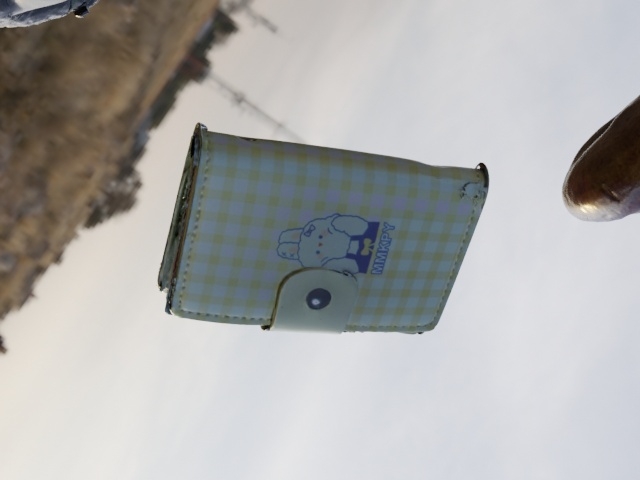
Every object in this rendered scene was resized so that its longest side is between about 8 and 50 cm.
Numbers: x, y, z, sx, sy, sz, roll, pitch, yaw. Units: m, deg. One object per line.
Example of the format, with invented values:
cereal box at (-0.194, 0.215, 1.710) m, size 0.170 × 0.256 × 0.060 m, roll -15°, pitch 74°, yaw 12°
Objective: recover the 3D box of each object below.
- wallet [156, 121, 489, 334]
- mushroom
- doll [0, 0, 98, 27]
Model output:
wallet at (0.000, 0.000, 1.297) m, size 0.077 × 0.310 × 0.223 m, roll -113°, pitch -146°, yaw -61°
mushroom at (0.440, -0.095, 1.605) m, size 0.267 × 0.254 × 0.267 m, roll -28°, pitch 148°, yaw -20°
doll at (-0.136, -0.137, 0.609) m, size 0.139 × 0.057 × 0.165 m, roll -17°, pitch -179°, yaw 14°
